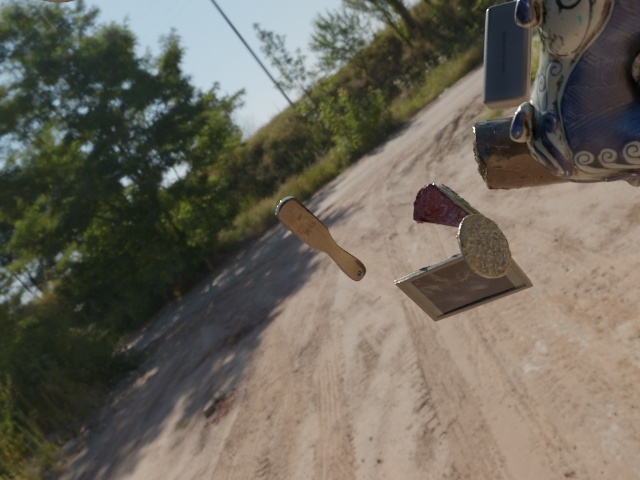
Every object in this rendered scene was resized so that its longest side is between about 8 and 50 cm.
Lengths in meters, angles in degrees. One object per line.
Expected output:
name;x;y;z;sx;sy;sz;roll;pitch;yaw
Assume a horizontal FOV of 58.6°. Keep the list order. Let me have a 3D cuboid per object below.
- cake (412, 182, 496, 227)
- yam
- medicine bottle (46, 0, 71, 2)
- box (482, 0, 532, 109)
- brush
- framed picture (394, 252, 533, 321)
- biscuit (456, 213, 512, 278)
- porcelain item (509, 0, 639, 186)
cake;0.365;-0.095;1.538;0.220;0.116;0.086;10;13;36
yam;0.389;-0.159;1.007;0.238;0.128;0.129;-6;29;6
medicine bottle;-0.267;-0.489;0.744;0.219;0.219;0.388;-30;23;48
box;0.435;-0.430;1.324;0.103;0.243;0.055;0;-9;33
brush;0.000;0.000;1.415;0.070;0.327;0.065;-54;34;-8
framed picture;0.356;0.106;1.421;0.281;0.209;0.019;-28;39;30
biscuit;0.346;0.012;1.203;0.152;0.152;0.020;-46;5;-39
porcelain item;0.308;-0.183;0.591;0.186;0.288;0.138;23;43;37
